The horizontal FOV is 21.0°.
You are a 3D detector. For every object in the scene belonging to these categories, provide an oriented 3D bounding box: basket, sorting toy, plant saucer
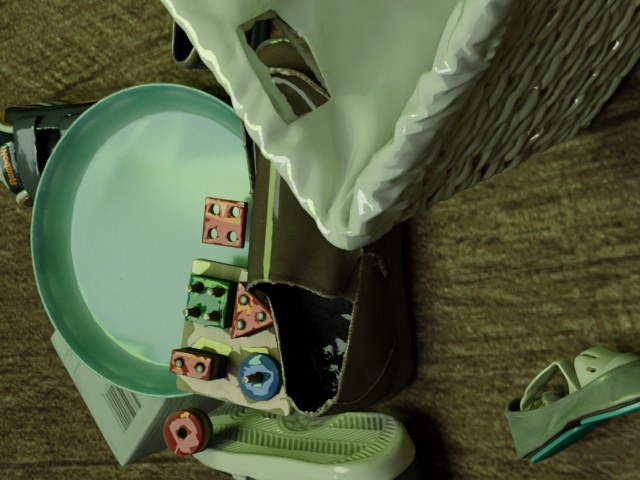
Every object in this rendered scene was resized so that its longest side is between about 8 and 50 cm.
[{"bbox_3d":[0.075,-0.232,1.215,0.328,0.266,0.331,55,143,21],"label":"basket"},{"bbox_3d":[-0.082,0.085,1.673,0.132,0.046,0.274,11,96,27],"label":"sorting toy"},{"bbox_3d":[-0.155,0.000,1.760,0.317,0.043,0.318,1,92,29],"label":"plant saucer"}]

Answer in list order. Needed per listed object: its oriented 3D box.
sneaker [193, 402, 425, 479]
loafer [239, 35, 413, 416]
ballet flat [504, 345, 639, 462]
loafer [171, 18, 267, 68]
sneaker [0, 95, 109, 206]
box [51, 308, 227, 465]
[{"bbox_3d":[-0.012,0.244,1.728,0.350,0.131,0.148,9,128,60],"label":"sneaker"},{"bbox_3d":[0.000,0.000,1.545,0.134,0.130,0.366,-1,111,34],"label":"loafer"},{"bbox_3d":[0.213,0.121,1.385,0.213,0.072,0.068,-40,68,55],"label":"ballet flat"},{"bbox_3d":[-0.098,-0.281,1.598,0.096,0.084,0.267,30,131,44],"label":"loafer"},{"bbox_3d":[-0.277,-0.093,1.921,0.321,0.127,0.126,4,109,53],"label":"sneaker"},{"bbox_3d":[-0.190,0.120,1.914,0.182,0.119,0.181,58,145,18],"label":"box"}]
